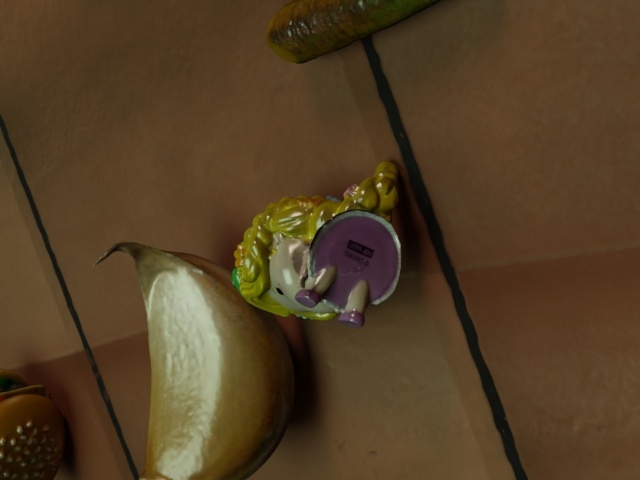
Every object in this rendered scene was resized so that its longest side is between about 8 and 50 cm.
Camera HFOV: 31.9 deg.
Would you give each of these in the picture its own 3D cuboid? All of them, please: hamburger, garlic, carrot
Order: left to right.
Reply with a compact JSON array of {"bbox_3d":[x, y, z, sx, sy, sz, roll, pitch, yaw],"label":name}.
[{"bbox_3d":[-0.344,0.213,1.166,0.115,0.162,0.162,22,123,32],"label":"hamburger"},{"bbox_3d":[-0.087,0.090,0.868,0.115,0.128,0.206,-103,2,-84],"label":"garlic"},{"bbox_3d":[0.030,-0.146,0.680,0.171,0.042,0.042,-14,97,49],"label":"carrot"}]

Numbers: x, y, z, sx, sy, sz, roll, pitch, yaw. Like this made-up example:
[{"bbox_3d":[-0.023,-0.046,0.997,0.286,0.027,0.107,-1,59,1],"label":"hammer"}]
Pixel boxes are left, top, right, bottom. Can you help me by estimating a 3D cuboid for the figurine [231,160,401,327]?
[{"bbox_3d":[0.000,0.000,0.763,0.095,0.115,0.156,36,163,-14],"label":"figurine"}]
